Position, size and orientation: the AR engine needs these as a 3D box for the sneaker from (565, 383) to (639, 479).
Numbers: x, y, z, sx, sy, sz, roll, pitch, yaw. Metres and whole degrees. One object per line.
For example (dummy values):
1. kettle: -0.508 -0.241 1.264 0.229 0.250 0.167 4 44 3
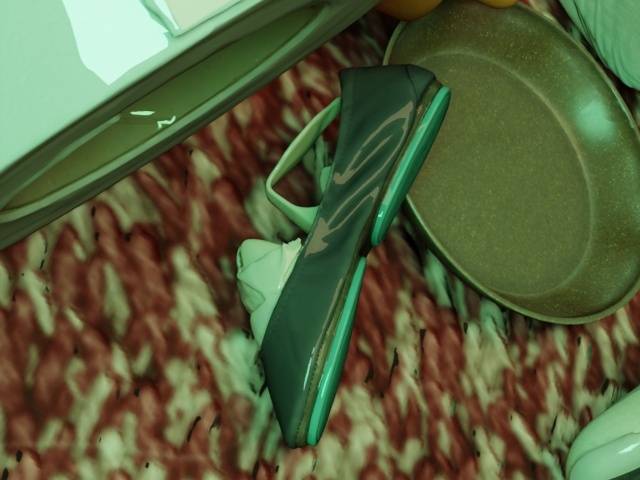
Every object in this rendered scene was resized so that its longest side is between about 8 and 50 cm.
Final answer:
1. sneaker: 0.237 0.075 0.945 0.292 0.110 0.118 -22 43 -30

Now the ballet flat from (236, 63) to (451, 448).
1. ballet flat: 0.000 0.000 0.810 0.074 0.074 0.203 31 67 -22

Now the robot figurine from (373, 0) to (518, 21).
1. robot figurine: 0.012 -0.193 0.860 0.219 0.128 0.158 22 50 -11

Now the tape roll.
1. tape roll: -0.084 -0.088 0.639 0.286 0.286 0.100 -33 90 -43

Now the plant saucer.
1. plant saucer: 0.102 -0.042 0.931 0.199 0.036 0.198 18 58 -31

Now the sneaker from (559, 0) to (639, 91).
1. sneaker: 0.170 -0.189 1.039 0.237 0.085 0.086 63 21 10
